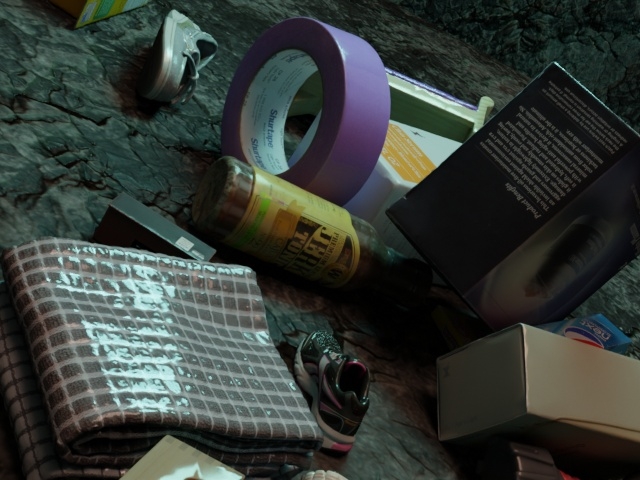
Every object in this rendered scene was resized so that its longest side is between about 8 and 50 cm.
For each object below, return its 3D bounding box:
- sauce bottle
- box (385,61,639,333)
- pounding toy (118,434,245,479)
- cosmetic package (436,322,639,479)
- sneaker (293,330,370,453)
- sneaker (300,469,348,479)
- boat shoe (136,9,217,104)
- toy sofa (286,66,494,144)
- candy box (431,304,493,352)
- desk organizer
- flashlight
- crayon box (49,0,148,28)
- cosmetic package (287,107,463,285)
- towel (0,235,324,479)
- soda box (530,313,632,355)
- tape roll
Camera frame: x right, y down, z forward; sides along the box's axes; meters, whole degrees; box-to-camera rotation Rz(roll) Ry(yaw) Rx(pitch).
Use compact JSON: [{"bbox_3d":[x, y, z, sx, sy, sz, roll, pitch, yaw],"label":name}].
[{"bbox_3d":[0.000,0.000,1.321,0.344,0.111,0.111,23,25,-25],"label":"sauce bottle"},{"bbox_3d":[0.292,-0.026,1.345,0.183,0.294,0.296,52,6,33],"label":"box"},{"bbox_3d":[-0.117,0.243,0.710,0.100,0.130,0.141,25,22,11],"label":"pounding toy"},{"bbox_3d":[0.311,0.207,1.219,0.309,0.160,0.113,17,60,-28],"label":"cosmetic package"},{"bbox_3d":[0.024,0.154,1.100,0.072,0.077,0.178,23,25,-25],"label":"sneaker"},{"bbox_3d":[0.037,0.284,0.911,0.162,0.063,0.073,35,49,-8],"label":"sneaker"},{"bbox_3d":[-0.226,-0.295,1.609,0.103,0.118,0.320,23,18,-12],"label":"boat shoe"},{"bbox_3d":[0.121,-0.260,1.811,0.362,0.150,0.177,23,45,-1],"label":"toy sofa"},{"bbox_3d":[0.234,0.174,1.389,0.105,0.027,0.206,18,28,-28],"label":"candy box"},{"bbox_3d":[-0.193,0.004,1.147,0.130,0.050,0.047,32,24,-2],"label":"desk organizer"},{"bbox_3d":[0.324,0.298,1.176,0.304,0.103,0.103,21,2,-25],"label":"flashlight"},{"bbox_3d":[-0.353,-0.496,1.717,0.083,0.203,0.323,32,23,-1],"label":"crayon box"},{"bbox_3d":[0.185,-0.054,1.601,0.453,0.161,0.230,11,32,-42],"label":"cosmetic package"},{"bbox_3d":[-0.146,0.116,0.905,0.284,0.121,0.235,11,33,-41],"label":"towel"},{"bbox_3d":[0.344,0.160,1.390,0.210,0.071,0.067,-4,39,-42],"label":"soda box"},{"bbox_3d":[-0.028,-0.175,1.420,0.090,0.275,0.275,11,32,-42],"label":"tape roll"}]
